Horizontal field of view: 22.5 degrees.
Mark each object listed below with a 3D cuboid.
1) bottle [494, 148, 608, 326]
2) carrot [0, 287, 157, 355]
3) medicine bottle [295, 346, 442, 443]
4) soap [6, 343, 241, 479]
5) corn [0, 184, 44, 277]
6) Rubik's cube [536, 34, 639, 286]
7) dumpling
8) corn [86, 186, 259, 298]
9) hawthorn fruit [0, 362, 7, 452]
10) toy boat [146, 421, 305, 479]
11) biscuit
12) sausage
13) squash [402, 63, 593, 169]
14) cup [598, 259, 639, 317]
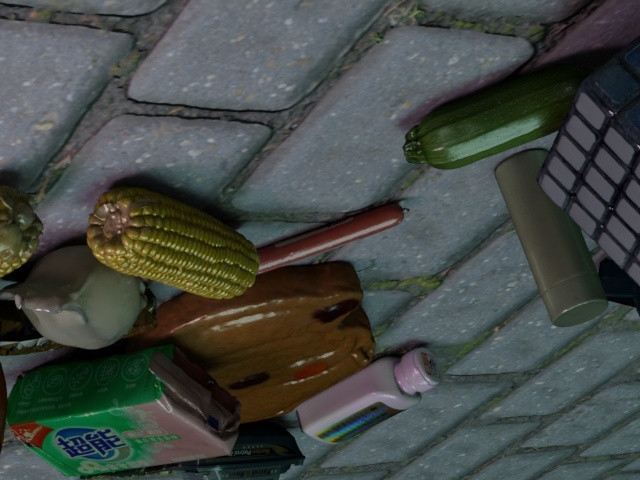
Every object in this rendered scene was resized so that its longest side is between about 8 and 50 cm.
[{"bbox_3d":[0.267,-0.003,1.864,0.072,0.201,0.072,-15,157,-7],"label":"bottle"},{"bbox_3d":[-0.295,0.094,1.877,0.229,0.069,0.069,-6,154,-27],"label":"carrot"},{"bbox_3d":[0.079,0.230,2.403,0.219,0.078,0.115,-31,150,29],"label":"medicine bottle"},{"bbox_3d":[-0.249,0.213,2.025,0.273,0.098,0.218,-12,138,31],"label":"soap"},{"bbox_3d":[-0.396,0.020,1.617,0.260,0.091,0.091,-21,139,19],"label":"corn"},{"bbox_3d":[0.396,-0.090,1.638,0.237,0.237,0.238,-36,163,-16],"label":"Rubik's cube"},{"bbox_3d":[-0.280,0.062,1.783,0.155,0.111,0.181,9,155,19],"label":"dumpling"},{"bbox_3d":[-0.155,0.005,1.742,0.093,0.093,0.244,-28,156,23],"label":"corn"},{"bbox_3d":[-0.467,0.217,1.741,0.277,0.277,0.298,-16,116,-2],"label":"hawthorn fruit"},{"bbox_3d":[-0.127,0.334,2.441,0.114,0.122,0.296,-3,172,39],"label":"toy boat"},{"bbox_3d":[-0.099,0.160,2.156,0.350,0.078,0.455,-14,157,2],"label":"biscuit"},{"bbox_3d":[0.000,0.000,1.908,0.223,0.029,0.029,-19,156,5],"label":"sausage"},{"bbox_3d":[0.191,-0.129,1.702,0.219,0.077,0.068,-20,116,10],"label":"squash"},{"bbox_3d":[0.575,0.054,2.218,0.292,0.308,0.242,13,111,-47],"label":"cup"}]
